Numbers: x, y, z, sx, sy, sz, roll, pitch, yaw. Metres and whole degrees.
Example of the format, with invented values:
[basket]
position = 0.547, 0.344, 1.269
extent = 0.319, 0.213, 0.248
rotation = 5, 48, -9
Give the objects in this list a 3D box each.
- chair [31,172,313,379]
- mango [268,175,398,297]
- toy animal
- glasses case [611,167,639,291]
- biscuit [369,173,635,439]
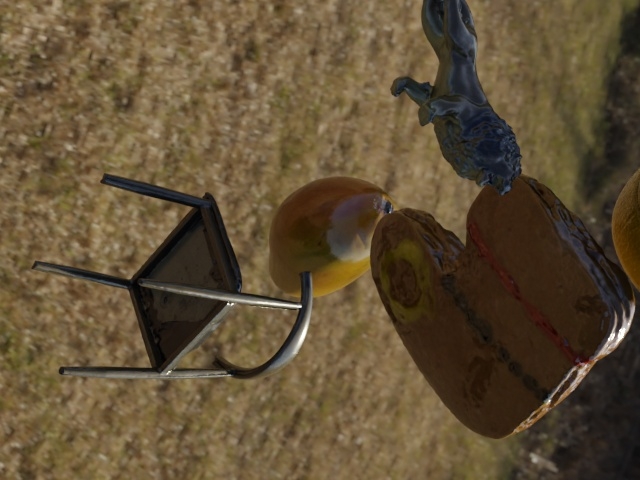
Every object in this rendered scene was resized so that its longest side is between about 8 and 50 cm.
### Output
[chair]
position = -0.158, 0.057, 1.313
extent = 0.272, 0.166, 0.188
rotation = 16, 129, -43
[mango]
position = 0.000, 0.000, 1.432
extent = 0.138, 0.253, 0.113
rotation = 14, 61, -21
[toy animal]
position = 0.095, -0.137, 0.927
extent = 0.086, 0.069, 0.220
rotation = -21, 99, -21
[glasses case]
position = 0.441, -0.053, 1.054
extent = 0.371, 0.173, 0.141
rotation = -9, 155, -23
[biscuit]
position = 0.151, 0.043, 1.104
extent = 0.052, 0.262, 0.277
rotation = -15, 155, -34
